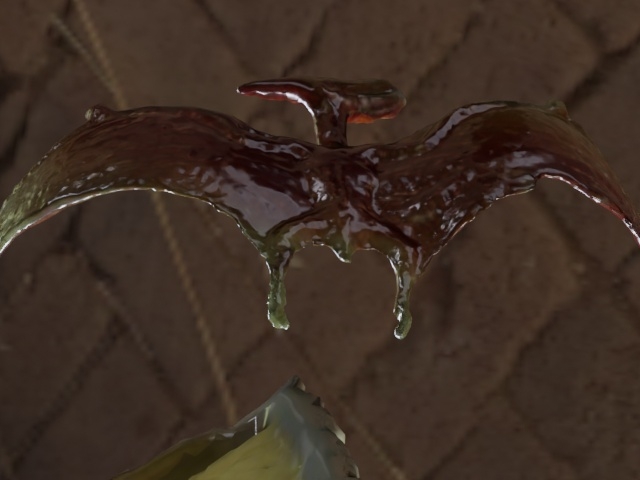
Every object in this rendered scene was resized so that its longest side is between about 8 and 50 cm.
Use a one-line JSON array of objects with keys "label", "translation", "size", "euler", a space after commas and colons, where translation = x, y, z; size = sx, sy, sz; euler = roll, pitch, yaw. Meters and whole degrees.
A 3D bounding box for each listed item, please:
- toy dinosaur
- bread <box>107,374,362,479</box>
[{"label": "toy dinosaur", "translation": [-0.005, 0.005, 0.906], "size": [0.206, 0.327, 0.113], "euler": [46, 141, 47]}, {"label": "bread", "translation": [-0.151, 0.190, 0.488], "size": [0.345, 0.404, 0.242], "euler": [-150, 64, -67]}]
